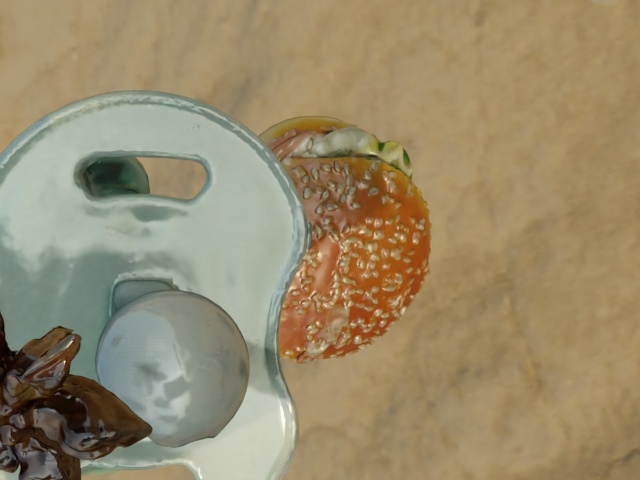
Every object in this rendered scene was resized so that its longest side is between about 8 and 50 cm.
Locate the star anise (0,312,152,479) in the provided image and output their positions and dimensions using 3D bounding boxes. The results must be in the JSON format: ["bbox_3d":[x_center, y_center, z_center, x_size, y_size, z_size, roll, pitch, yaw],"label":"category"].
[{"bbox_3d":[-0.168,0.082,0.773,0.057,0.168,0.168,-96,26,-46],"label":"star anise"}]

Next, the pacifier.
[{"bbox_3d":[-0.130,0.069,1.016,0.269,0.288,0.343,-168,77,-74],"label":"pacifier"}]

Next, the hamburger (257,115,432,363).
[{"bbox_3d":[-0.004,0.001,1.384,0.147,0.237,0.236,9,106,62],"label":"hamburger"}]
